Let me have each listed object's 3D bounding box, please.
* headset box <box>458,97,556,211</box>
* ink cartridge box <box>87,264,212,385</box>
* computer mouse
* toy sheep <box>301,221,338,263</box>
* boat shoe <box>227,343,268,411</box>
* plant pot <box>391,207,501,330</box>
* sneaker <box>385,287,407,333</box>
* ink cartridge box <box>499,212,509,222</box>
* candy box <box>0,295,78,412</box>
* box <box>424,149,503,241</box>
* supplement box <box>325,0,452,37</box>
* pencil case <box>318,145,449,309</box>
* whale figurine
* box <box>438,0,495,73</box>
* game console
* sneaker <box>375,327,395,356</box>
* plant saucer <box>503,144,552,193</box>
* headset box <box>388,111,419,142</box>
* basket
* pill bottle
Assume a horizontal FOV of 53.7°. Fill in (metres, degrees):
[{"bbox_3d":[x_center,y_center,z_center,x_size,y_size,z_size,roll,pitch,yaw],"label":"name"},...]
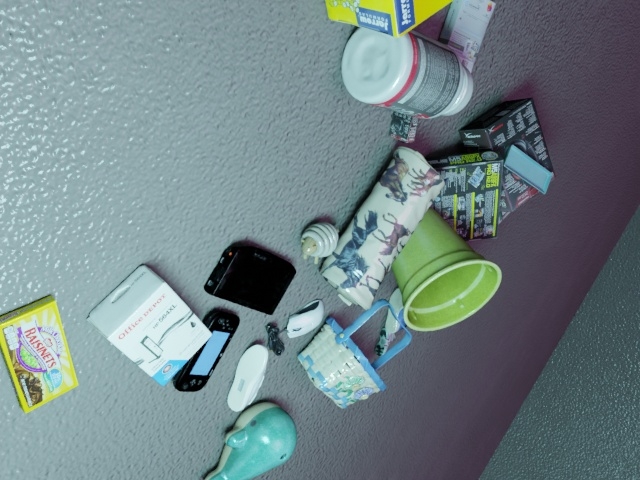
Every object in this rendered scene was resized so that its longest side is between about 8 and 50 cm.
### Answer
[{"bbox_3d":[0.554,-0.236,1.849,0.218,0.110,0.293,-34,112,-25],"label":"headset box"},{"bbox_3d":[-0.329,0.169,1.241,0.148,0.086,0.203,-47,141,-16],"label":"ink cartridge box"},{"bbox_3d":[-0.053,0.215,1.610,0.193,0.042,0.106,-31,132,-32],"label":"computer mouse"},{"bbox_3d":[0.000,0.000,1.501,0.132,0.091,0.091,-36,138,-49],"label":"toy sheep"},{"bbox_3d":[-0.166,0.334,1.549,0.063,0.066,0.184,-3,114,-62],"label":"boat shoe"},{"bbox_3d":[0.294,0.059,1.687,0.276,0.253,0.276,-16,141,-14],"label":"plant pot"},{"bbox_3d":[0.250,0.207,1.929,0.085,0.058,0.152,-6,112,-52],"label":"sneaker"},{"bbox_3d":[0.548,-0.144,2.003,0.219,0.093,0.160,-43,138,-21],"label":"ink cartridge box"},{"bbox_3d":[-0.501,0.203,1.121,0.105,0.027,0.205,-29,133,-37],"label":"candy box"},{"bbox_3d":[0.393,-0.115,1.779,0.217,0.060,0.270,-7,129,2],"label":"box"},{"bbox_3d":[0.187,-0.581,1.244,0.357,0.194,0.195,-40,138,-24],"label":"supplement box"},{"bbox_3d":[0.154,-0.025,1.589,0.410,0.160,0.183,-58,156,-2],"label":"pencil case"},{"bbox_3d":[-0.170,0.550,1.614,0.272,0.141,0.216,-48,141,-14],"label":"whale figurine"},{"bbox_3d":[0.364,-0.529,1.600,0.145,0.038,0.186,0,114,-48],"label":"box"},{"bbox_3d":[-0.205,0.183,1.423,0.213,0.044,0.361,28,92,-52],"label":"game console"},{"bbox_3d":[0.210,0.314,1.967,0.069,0.038,0.098,-6,118,-45],"label":"sneaker"},{"bbox_3d":[0.587,-0.200,1.797,0.192,0.018,0.067,26,82,-32],"label":"plant saucer"},{"bbox_3d":[0.206,-0.283,1.563,0.032,0.062,0.083,-14,122,-42],"label":"headset box"},{"bbox_3d":[0.108,0.304,1.715,0.289,0.201,0.254,-44,139,-5],"label":"basket"},{"bbox_3d":[0.210,-0.370,1.419,0.319,0.176,0.176,1,112,-48],"label":"pill bottle"}]
